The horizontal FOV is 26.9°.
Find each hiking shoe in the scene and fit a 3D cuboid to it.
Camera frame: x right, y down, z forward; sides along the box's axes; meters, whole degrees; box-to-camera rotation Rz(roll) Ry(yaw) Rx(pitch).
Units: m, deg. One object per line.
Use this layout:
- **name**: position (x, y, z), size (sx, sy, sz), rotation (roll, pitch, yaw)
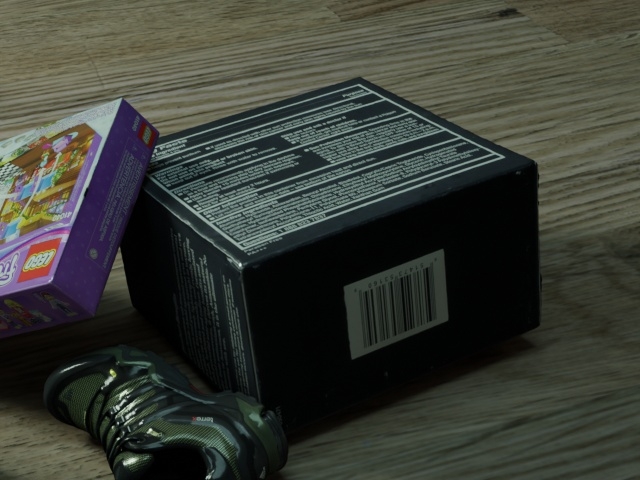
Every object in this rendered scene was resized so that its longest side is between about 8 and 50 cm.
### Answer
- **hiking shoe**: position (-0.145, 0.155, 1.083), size (0.227, 0.086, 0.114), rotation (12, 29, 25)

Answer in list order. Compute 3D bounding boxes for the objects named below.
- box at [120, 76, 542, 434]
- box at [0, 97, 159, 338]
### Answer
- **box**: position (0.000, 0.000, 1.240), size (0.296, 0.183, 0.294), rotation (-19, 31, -24)
- **box**: position (-0.293, -0.004, 1.226), size (0.293, 0.057, 0.201), rotation (-13, 47, 36)
